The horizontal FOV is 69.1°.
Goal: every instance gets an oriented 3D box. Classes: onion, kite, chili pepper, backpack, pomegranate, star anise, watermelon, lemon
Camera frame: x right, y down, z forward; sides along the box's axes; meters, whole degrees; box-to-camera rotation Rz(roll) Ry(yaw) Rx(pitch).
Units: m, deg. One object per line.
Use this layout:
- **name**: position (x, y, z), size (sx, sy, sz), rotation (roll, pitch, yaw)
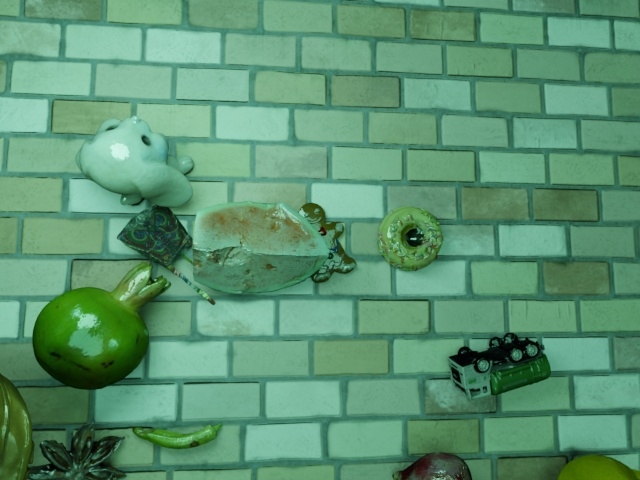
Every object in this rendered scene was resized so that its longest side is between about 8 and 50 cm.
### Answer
- **onion**: position (0.262, 0.576, 1.092), size (0.195, 0.159, 0.159), rotation (-3, 84, 21)
- **kite**: position (-0.337, 0.035, 1.118), size (0.285, 0.015, 0.152), rotation (41, 52, 0)
- **chili pepper**: position (-0.337, 0.462, 1.089), size (0.209, 0.043, 0.048), rotation (-2, 97, -5)
- **backpack**: position (-0.754, 0.401, 0.935), size (0.379, 0.201, 0.352), rotation (1, 83, 23)
- **pomegranate**: position (-0.465, 0.177, 1.019), size (0.236, 0.236, 0.301), rotation (41, 82, 0)
- **star anise**: position (-0.534, 0.523, 1.027), size (0.230, 0.081, 0.262), rotation (-37, 113, -36)
- **watermelon**: position (-0.138, 0.021, 1.085), size (0.306, 0.180, 0.223), rotation (2, 95, -8)
- **lemon**: position (0.670, 0.608, 1.100), size (0.245, 0.187, 0.186), rotation (-14, 86, -10)

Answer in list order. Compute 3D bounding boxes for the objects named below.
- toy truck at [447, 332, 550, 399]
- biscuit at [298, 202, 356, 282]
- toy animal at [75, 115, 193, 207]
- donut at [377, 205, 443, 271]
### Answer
- **toy truck**: position (0.447, 0.315, 1.155), size (0.243, 0.101, 0.124), rotation (-12, 97, -9)
- **biscuit**: position (0.000, 0.000, 1.178), size (0.138, 0.031, 0.204), rotation (-20, 85, -7)
- **toy animal**: position (-0.431, -0.169, 1.046), size (0.249, 0.289, 0.173), rotation (13, 84, 17)
- **donut**: position (0.230, -0.006, 1.181), size (0.175, 0.068, 0.174), rotation (1, 83, -6)
